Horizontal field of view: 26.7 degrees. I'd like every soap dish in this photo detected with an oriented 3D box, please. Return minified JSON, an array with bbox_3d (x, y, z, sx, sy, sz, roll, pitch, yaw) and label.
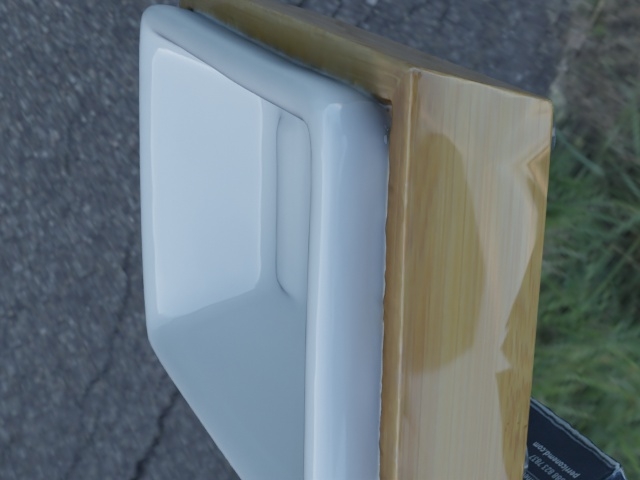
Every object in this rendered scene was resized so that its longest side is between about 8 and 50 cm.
[{"bbox_3d":[0.000,0.000,0.663,0.118,0.291,0.229,-6,109,-22],"label":"soap dish"}]

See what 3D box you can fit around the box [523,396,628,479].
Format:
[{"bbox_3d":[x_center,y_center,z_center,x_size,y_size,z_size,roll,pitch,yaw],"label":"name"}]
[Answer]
[{"bbox_3d":[0.075,0.346,1.010,0.395,0.212,0.293,-34,113,-9],"label":"box"}]
